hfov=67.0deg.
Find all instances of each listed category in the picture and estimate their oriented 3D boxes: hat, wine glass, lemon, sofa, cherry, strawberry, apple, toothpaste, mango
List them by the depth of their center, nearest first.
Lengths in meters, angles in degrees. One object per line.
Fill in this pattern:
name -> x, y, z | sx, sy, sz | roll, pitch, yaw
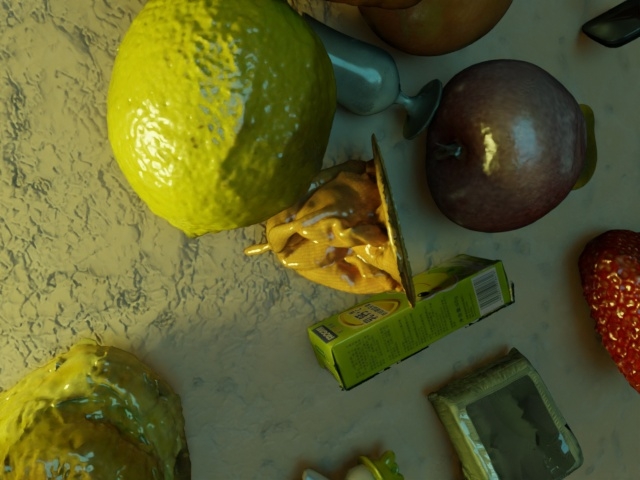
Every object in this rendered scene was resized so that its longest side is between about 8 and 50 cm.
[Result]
lemon -> -0.117, -0.149, 0.580 | 0.268, 0.268, 0.322 | 12, 99, -20
apple -> 0.167, -0.396, 0.678 | 0.253, 0.253, 0.254 | -2, 96, -19
hat -> 0.000, 0.000, 0.710 | 0.233, 0.234, 0.244 | -12, 127, 13
wine glass -> 0.058, -0.243, 0.721 | 0.230, 0.103, 0.103 | 21, 88, -16
cherry -> 0.291, -0.142, 0.755 | 0.307, 0.221, 0.262 | -11, 108, -38
toothpaste -> 0.146, 0.119, 0.779 | 0.327, 0.110, 0.077 | -23, 104, -16
sofa -> 0.314, 0.344, 0.878 | 0.210, 0.176, 0.226 | -23, 74, -16
mango -> 0.457, -0.171, 0.882 | 0.103, 0.076, 0.161 | 14, 87, -15
strawberry -> 0.638, 0.125, 0.903 | 0.351, 0.267, 0.312 | 46, 49, 12

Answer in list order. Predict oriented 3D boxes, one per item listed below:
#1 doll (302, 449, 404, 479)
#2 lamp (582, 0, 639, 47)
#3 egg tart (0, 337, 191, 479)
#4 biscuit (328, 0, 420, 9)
doll -> 0.029, 0.422, 0.773 | 0.240, 0.099, 0.135 | -22, 63, -17
lamp -> 0.451, -0.459, 0.827 | 0.203, 0.124, 0.283 | -30, 109, 12
egg tart -> -0.320, 0.336, 0.616 | 0.351, 0.153, 0.340 | -30, 107, -14
biscuit -> -0.065, -0.403, 0.522 | 0.342, 0.395, 0.166 | -2, 137, -23
